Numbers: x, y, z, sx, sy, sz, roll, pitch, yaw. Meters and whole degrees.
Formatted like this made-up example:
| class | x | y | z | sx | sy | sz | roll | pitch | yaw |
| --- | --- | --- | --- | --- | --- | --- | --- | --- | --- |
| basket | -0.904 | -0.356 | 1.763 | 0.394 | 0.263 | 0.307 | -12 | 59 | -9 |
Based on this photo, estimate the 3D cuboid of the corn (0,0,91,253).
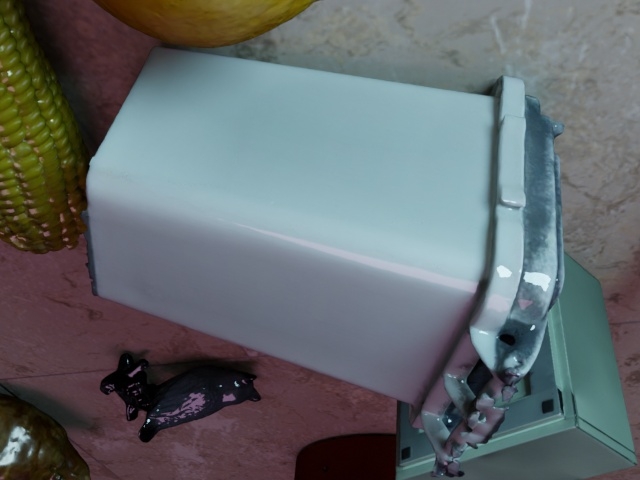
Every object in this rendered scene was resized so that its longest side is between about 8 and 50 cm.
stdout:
| class | x | y | z | sx | sy | sz | roll | pitch | yaw |
| --- | --- | --- | --- | --- | --- | --- | --- | --- | --- |
| corn | -0.289 | -0.137 | 0.618 | 0.144 | 0.144 | 0.387 | -1 | 146 | 8 |

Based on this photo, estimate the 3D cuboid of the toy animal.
| class | x | y | z | sx | sy | sz | roll | pitch | yaw |
| --- | --- | --- | --- | --- | --- | --- | --- | --- | --- |
| toy animal | -0.194 | 0.227 | 1.079 | 0.210 | 0.117 | 0.121 | -2 | 135 | 13 |

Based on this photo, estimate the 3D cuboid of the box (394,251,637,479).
| class | x | y | z | sx | sy | sz | roll | pitch | yaw |
| --- | --- | --- | --- | --- | --- | --- | --- | --- | --- |
| box | 0.199 | 0.152 | 0.850 | 0.117 | 0.225 | 0.225 | 34 | 133 | -31 |

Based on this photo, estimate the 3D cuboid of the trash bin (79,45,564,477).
| class | x | y | z | sx | sy | sz | roll | pitch | yaw |
| --- | --- | --- | --- | --- | --- | --- | --- | --- | --- |
| trash bin | 0.000 | 0.000 | 0.647 | 0.367 | 0.296 | 0.256 | 14 | 142 | -1 |

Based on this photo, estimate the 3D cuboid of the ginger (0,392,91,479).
| class | x | y | z | sx | sy | sz | roll | pitch | yaw |
| --- | --- | --- | --- | --- | --- | --- | --- | --- | --- |
| ginger | -0.558 | 0.354 | 1.249 | 0.357 | 0.152 | 0.274 | -1 | 141 | 10 |

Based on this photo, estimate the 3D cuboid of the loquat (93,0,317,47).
| class | x | y | z | sx | sy | sz | roll | pitch | yaw |
| --- | --- | --- | --- | --- | --- | --- | --- | --- | --- |
| loquat | -0.089 | -0.217 | 0.469 | 0.234 | 0.176 | 0.187 | 26 | 121 | -29 |

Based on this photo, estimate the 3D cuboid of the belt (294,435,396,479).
| class | x | y | z | sx | sy | sz | roll | pitch | yaw |
| --- | --- | --- | --- | --- | --- | --- | --- | --- | --- |
| belt | 0.109 | 0.427 | 1.295 | 0.324 | 0.115 | 0.227 | -7 | 141 | 14 |
